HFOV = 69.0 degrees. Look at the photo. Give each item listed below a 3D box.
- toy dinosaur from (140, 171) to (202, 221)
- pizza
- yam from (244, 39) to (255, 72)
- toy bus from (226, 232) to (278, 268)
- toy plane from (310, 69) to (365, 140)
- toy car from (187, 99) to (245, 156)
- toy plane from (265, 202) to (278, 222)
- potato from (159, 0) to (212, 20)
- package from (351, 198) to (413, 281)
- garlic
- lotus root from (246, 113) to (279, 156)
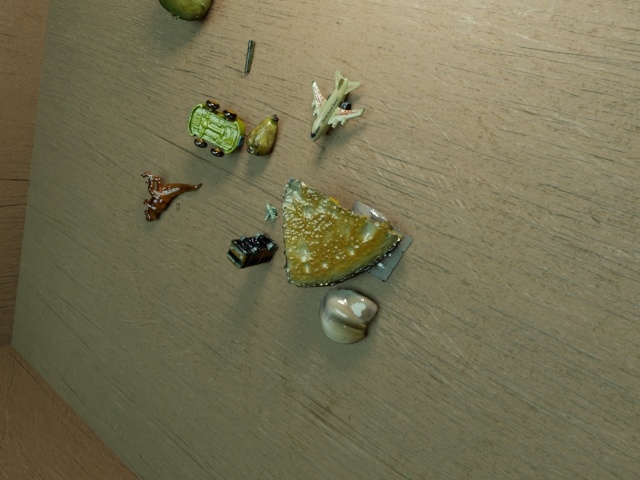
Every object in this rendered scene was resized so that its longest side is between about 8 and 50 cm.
[{"bbox_3d":[-0.765,-0.241,2.233,0.432,0.097,0.208,-31,93,35],"label":"toy dinosaur"},{"bbox_3d":[0.018,0.027,1.654,0.435,0.080,0.392,28,115,4],"label":"pizza"},{"bbox_3d":[-0.290,-0.752,1.907,0.027,0.033,0.129,14,109,3],"label":"yam"},{"bbox_3d":[-0.280,0.044,1.888,0.098,0.201,0.114,40,117,23],"label":"toy bus"},{"bbox_3d":[0.039,-0.474,1.678,0.242,0.104,0.256,36,114,22],"label":"toy plane"},{"bbox_3d":[-0.425,-0.472,1.957,0.248,0.142,0.200,31,114,5],"label":"toy car"},{"bbox_3d":[-0.203,-0.118,1.920,0.080,0.033,0.083,-35,70,32],"label":"toy plane"},{"bbox_3d":[-0.529,-1.088,1.907,0.270,0.219,0.359,48,116,27],"label":"potato"},{"bbox_3d":[0.177,0.003,1.672,0.251,0.062,0.204,37,115,20],"label":"package"},{"bbox_3d":[0.079,0.281,1.741,0.228,0.110,0.217,28,113,27],"label":"garlic"},{"bbox_3d":[-0.222,-0.425,1.866,0.108,0.094,0.190,38,107,-2],"label":"lotus root"}]
